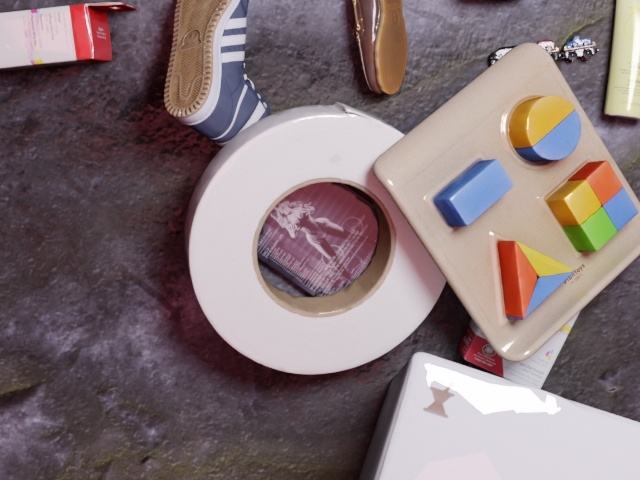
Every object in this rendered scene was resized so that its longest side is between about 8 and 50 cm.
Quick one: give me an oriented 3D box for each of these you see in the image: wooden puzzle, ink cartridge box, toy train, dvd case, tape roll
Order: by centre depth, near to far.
[{"bbox_3d":[0.289,-0.058,1.608,0.322,0.080,0.348,-39,100,-18],"label":"wooden puzzle"},{"bbox_3d":[-0.376,-0.284,1.626,0.231,0.134,0.078,-5,98,2],"label":"ink cartridge box"},{"bbox_3d":[0.000,0.000,1.649,0.391,0.072,0.392,-4,108,-12],"label":"tape roll"},{"bbox_3d":[0.323,-0.272,1.677,0.158,0.027,0.036,-7,88,2],"label":"toy train"},{"bbox_3d":[0.300,0.115,1.714,0.127,0.072,0.175,24,99,-3],"label":"ink cartridge box"},{"bbox_3d":[-0.003,-0.011,1.725,0.221,0.018,0.164,35,98,-5],"label":"dvd case"}]

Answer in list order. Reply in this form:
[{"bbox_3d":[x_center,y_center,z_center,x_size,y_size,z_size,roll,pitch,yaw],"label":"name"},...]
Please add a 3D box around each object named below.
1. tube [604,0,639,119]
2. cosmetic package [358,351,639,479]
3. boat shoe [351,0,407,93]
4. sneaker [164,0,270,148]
[{"bbox_3d":[0.453,-0.295,1.658,0.070,0.062,0.240,5,96,-41],"label":"tube"},{"bbox_3d":[0.214,0.365,1.544,0.329,0.394,0.328,18,78,3],"label":"cosmetic package"},{"bbox_3d":[0.079,-0.313,1.656,0.073,0.073,0.207,5,97,38],"label":"boat shoe"},{"bbox_3d":[-0.133,-0.265,1.650,0.099,0.153,0.282,-3,65,30],"label":"sneaker"}]
